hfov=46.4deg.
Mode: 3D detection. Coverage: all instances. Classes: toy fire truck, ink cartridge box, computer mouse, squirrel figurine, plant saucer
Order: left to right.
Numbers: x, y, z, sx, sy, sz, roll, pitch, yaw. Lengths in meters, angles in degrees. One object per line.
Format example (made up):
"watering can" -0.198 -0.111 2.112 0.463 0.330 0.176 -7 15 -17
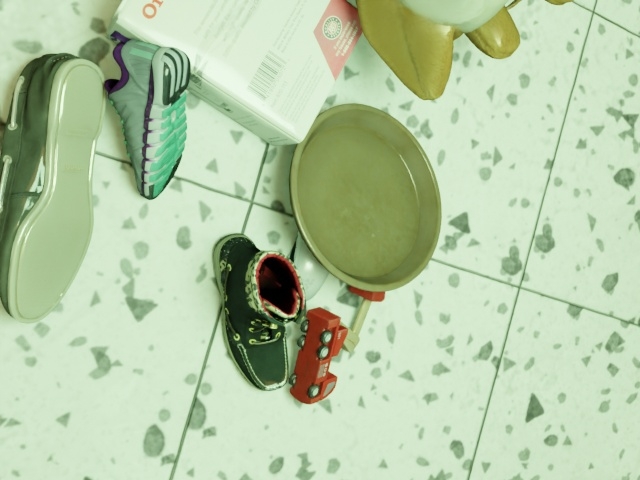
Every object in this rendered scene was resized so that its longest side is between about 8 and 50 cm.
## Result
"ink cartridge box" -0.109 -0.287 0.999 0.283 0.117 0.207 32 81 -22
"computer mouse" 0.000 0.000 1.105 0.106 0.042 0.192 19 86 -24
"toy fire truck" 0.026 0.141 1.110 0.135 0.047 0.191 -8 115 -51
"plant saucer" 0.064 -0.061 1.086 0.278 0.041 0.277 9 74 -35
"squirrel figurine" 0.178 -0.439 1.002 0.397 0.281 0.370 42 45 1

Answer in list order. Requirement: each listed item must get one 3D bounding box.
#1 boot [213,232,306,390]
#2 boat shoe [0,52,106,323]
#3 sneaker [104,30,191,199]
"boot" -0.074 0.110 1.006 0.085 0.179 0.236 -17 101 -21
"boat shoe" -0.349 -0.068 0.938 0.112 0.096 0.334 9 94 -59
"sneaker" -0.227 -0.157 0.954 0.098 0.223 0.083 25 39 8
